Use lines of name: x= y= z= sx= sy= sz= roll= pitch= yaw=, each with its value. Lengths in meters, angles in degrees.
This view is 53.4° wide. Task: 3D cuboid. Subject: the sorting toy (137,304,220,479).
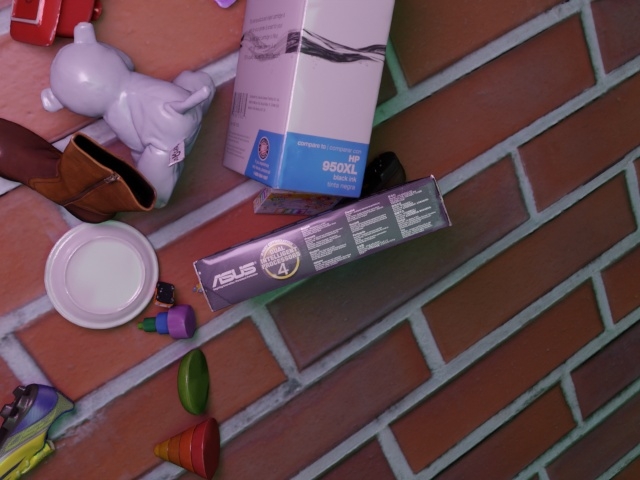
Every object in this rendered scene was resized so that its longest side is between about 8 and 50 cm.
sorting toy: x=-0.291 y=0.304 z=1.255 sx=0.126 sy=0.127 sz=0.366 roll=-5 pitch=105 yaw=8

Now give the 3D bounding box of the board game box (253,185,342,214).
board game box: x=-0.043 y=-0.082 z=1.248 sx=0.154 sy=0.103 sz=0.026 roll=1 pitch=70 yaw=-24

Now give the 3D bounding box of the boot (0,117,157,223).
boot: x=-0.403 y=-0.116 z=0.964 sx=0.264 sy=0.280 sz=0.096 roll=46 pitch=66 yaw=-22

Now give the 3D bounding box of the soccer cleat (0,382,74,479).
soccer cleat: x=-0.552 y=0.395 z=1.148 sx=0.121 sy=0.093 sz=0.289 roll=32 pitch=90 yaw=-34

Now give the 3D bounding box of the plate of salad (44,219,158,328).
plate of salad: x=-0.395 y=0.060 z=1.156 sx=0.199 sy=0.048 sz=0.200 roll=-4 pitch=97 yaw=-31

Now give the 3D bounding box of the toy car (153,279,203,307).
toy car: x=-0.265 y=0.109 z=1.210 sx=0.122 sy=0.060 sz=0.040 roll=3 pitch=133 yaw=-38

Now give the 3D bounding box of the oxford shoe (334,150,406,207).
oxford shoe: x=0.098 y=-0.073 z=1.326 sx=0.227 sy=0.083 sz=0.096 roll=-43 pitch=124 yaw=-6

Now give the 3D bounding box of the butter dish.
butter dish: x=-0.402 y=-0.378 z=0.999 sx=0.118 sy=0.160 sz=0.160 roll=2 pitch=104 yaw=-48

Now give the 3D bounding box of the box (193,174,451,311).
box: x=0.000 y=0.000 z=1.111 sx=0.395 sy=0.318 sz=0.097 roll=-20 pitch=94 yaw=0

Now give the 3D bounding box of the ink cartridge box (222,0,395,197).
ink cartridge box: x=-0.029 y=-0.294 z=1.094 sx=0.166 sy=0.285 sz=0.395 roll=4 pitch=102 yaw=-27

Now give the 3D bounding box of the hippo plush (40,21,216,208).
hippo plush: x=-0.317 y=-0.196 z=1.014 sx=0.236 sy=0.294 sz=0.234 roll=23 pitch=104 yaw=-12

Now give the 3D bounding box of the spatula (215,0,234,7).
spatula: x=-0.233 y=-0.541 z=1.082 sx=0.084 sy=0.030 sz=0.296 roll=-44 pitch=116 yaw=-9
